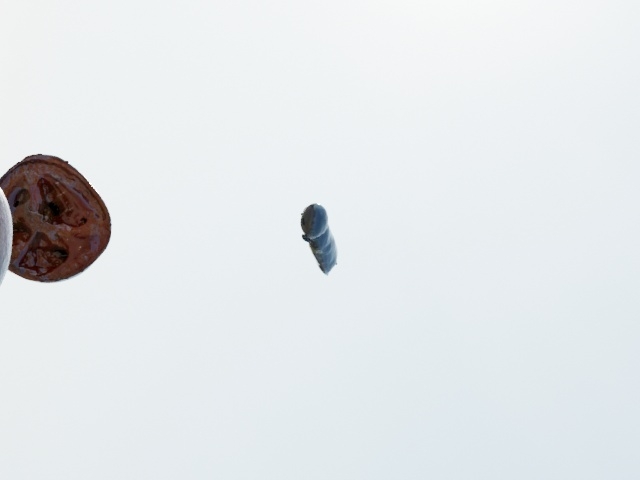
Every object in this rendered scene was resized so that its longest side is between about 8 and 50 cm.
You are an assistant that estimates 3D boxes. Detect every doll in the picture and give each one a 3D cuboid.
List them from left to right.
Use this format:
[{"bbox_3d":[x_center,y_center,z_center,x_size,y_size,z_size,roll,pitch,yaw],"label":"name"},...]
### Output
[{"bbox_3d":[0.000,0.000,1.575,0.125,0.027,0.037,73,31,-59],"label":"doll"}]

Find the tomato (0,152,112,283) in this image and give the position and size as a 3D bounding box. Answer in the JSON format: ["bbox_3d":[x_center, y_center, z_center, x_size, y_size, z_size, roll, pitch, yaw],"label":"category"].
[{"bbox_3d":[-0.484,-0.029,2.571,0.101,0.228,0.228,147,-54,-63],"label":"tomato"}]

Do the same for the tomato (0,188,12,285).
[{"bbox_3d":[-0.408,0.023,1.648,0.112,0.199,0.228,30,-74,25],"label":"tomato"}]
